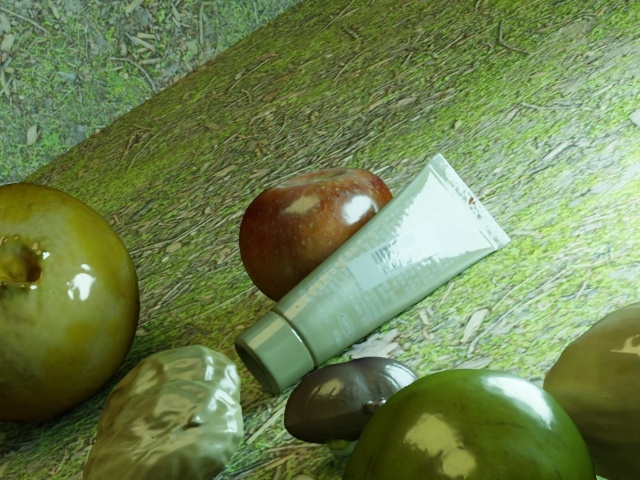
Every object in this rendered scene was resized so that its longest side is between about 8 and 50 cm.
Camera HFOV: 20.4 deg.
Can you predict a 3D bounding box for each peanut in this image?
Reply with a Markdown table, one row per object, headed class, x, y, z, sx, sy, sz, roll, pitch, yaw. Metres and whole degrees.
| class | x | y | z | sx | sy | sz | roll | pitch | yaw |
| --- | --- | --- | --- | --- | --- | --- | --- | --- | --- |
| peanut | -0.174 | 0.206 | 1.969 | 0.197 | 0.110 | 0.233 | -29 | 18 | 10 |

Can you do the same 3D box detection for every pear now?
| class | x | y | z | sx | sy | sz | roll | pitch | yaw |
| --- | --- | --- | --- | --- | --- | --- | --- | --- | --- |
| pear | 0.118 | 0.206 | 1.414 | 0.212 | 0.212 | 0.269 | -29 | 2 | -4 |

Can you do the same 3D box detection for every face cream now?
| class | x | y | z | sx | sy | sz | roll | pitch | yaw |
| --- | --- | --- | --- | --- | --- | --- | --- | --- | --- |
| face cream | 0.055 | 0.047 | 2.079 | 0.341 | 0.137 | 0.084 | -38 | -5 | -16 |

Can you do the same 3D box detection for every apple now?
| class | x | y | z | sx | sy | sz | roll | pitch | yaw |
| --- | --- | --- | --- | --- | --- | --- | --- | --- | --- |
| apple | 0.000 | 0.000 | 2.199 | 0.201 | 0.162 | 0.201 | -11 | 10 | 2 |

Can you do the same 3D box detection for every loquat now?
| class | x | y | z | sx | sy | sz | roll | pitch | yaw |
| --- | --- | --- | --- | --- | --- | --- | --- | --- | --- |
| loquat | -0.391 | 0.083 | 2.298 | 0.328 | 0.328 | 0.328 | -25 | 19 | 9 |

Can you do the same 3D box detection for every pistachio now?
| class | x | y | z | sx | sy | sz | roll | pitch | yaw |
| --- | --- | --- | --- | --- | --- | --- | --- | --- | --- |
| pistachio | 0.299 | 0.127 | 1.485 | 0.230 | 0.157 | 0.157 | -5 | 28 | 37 |

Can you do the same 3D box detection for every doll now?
| class | x | y | z | sx | sy | sz | roll | pitch | yaw |
| --- | --- | --- | --- | --- | --- | --- | --- | --- | --- |
| doll | 0.038 | 0.169 | 1.825 | 0.145 | 0.096 | 0.188 | -10 | -5 | 6 |
